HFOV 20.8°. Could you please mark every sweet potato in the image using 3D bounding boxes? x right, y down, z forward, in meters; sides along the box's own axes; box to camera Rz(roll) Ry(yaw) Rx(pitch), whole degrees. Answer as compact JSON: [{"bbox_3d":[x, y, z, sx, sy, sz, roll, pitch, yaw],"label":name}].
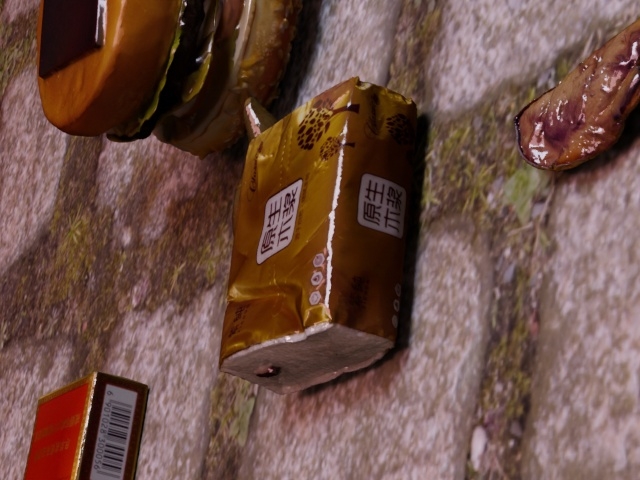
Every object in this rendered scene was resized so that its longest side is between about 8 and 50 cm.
[{"bbox_3d":[-0.051,-0.005,1.590,0.069,0.059,0.250,141,132,-78],"label":"sweet potato"}]

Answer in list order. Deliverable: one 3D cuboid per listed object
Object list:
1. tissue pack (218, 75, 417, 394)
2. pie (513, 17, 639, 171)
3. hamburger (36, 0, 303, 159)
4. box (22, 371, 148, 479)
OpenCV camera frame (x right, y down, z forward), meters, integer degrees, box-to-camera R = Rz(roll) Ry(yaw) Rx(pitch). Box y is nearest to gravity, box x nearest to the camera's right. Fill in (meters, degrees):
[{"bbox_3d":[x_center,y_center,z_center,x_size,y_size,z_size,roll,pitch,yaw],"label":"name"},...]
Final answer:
[{"bbox_3d":[0.000,0.000,1.453,0.183,0.092,0.226,-30,45,54],"label":"tissue pack"},{"bbox_3d":[0.191,-0.099,1.221,0.170,0.034,0.092,-43,34,42],"label":"pie"},{"bbox_3d":[-0.144,-0.223,1.715,0.291,0.225,0.291,-32,52,55],"label":"hamburger"},{"bbox_3d":[-0.253,0.266,1.779,0.153,0.074,0.240,-22,53,51],"label":"box"}]
